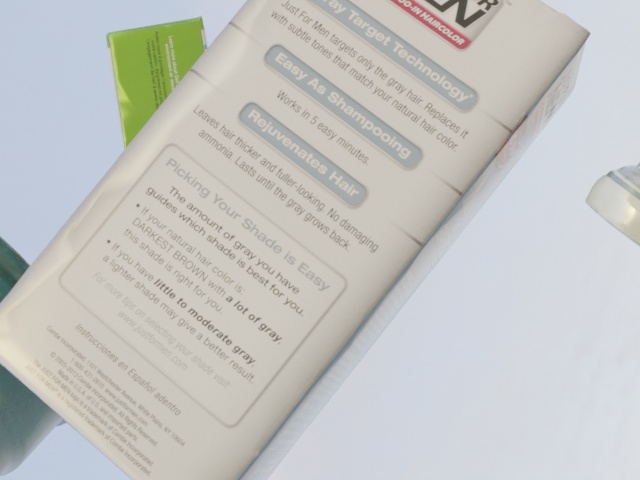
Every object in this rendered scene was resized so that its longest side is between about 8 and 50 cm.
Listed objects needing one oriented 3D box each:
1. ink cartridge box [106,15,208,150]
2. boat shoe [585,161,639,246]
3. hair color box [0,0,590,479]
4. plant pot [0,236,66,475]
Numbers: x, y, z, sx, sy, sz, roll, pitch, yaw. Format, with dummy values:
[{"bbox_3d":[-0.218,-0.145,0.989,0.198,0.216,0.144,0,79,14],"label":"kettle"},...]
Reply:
[{"bbox_3d":[-0.135,-0.063,1.158,0.189,0.097,0.255,94,165,-78],"label":"ink cartridge box"},{"bbox_3d":[0.230,-0.008,0.572,0.227,0.079,0.081,17,-70,-28],"label":"boat shoe"},{"bbox_3d":[-0.019,-0.023,0.741,0.374,0.185,0.113,-51,-13,-3],"label":"hair color box"},{"bbox_3d":[-0.419,0.162,0.948,0.334,0.341,0.341,-58,-37,-37],"label":"plant pot"}]
